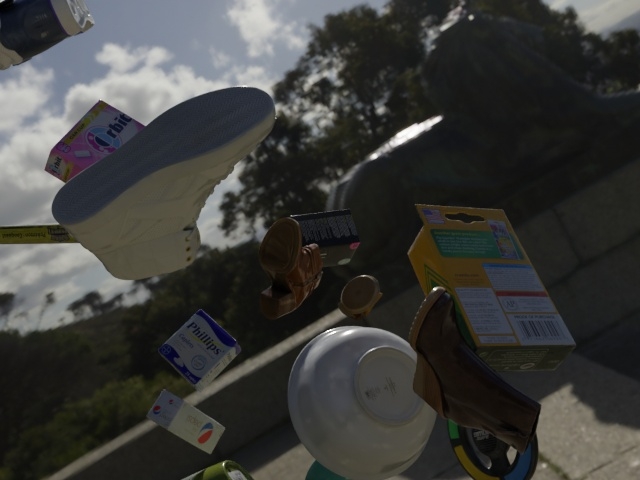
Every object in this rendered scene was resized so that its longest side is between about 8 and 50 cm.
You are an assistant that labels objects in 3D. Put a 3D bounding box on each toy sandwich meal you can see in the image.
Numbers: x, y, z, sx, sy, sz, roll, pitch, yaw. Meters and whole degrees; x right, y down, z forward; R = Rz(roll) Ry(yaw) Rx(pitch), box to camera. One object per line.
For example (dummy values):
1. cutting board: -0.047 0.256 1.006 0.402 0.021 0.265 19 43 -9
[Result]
1. toy sandwich meal: 0.072 0.102 1.508 0.085 0.029 0.085 -18 50 23

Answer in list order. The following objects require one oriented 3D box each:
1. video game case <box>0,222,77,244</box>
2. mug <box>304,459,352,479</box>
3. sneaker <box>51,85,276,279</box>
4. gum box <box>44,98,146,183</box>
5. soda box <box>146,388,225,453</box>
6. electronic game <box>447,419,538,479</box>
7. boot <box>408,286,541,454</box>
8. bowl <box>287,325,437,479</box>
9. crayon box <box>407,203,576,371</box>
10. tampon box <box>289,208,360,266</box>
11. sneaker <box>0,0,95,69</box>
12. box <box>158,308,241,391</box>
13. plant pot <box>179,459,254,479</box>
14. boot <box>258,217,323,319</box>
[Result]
1. video game case: -0.401 -0.018 1.554 0.248 0.035 0.275 -1 3 21
2. mug: 0.041 0.548 1.863 0.129 0.158 0.097 -7 23 -41
3. sneaker: -0.169 -0.065 1.070 0.292 0.108 0.169 -31 -39 -4
4. gum box: -0.410 -0.174 1.578 0.062 0.107 0.188 -53 7 44
5. soda box: -0.304 0.418 1.949 0.074 0.069 0.216 -59 -31 -15
6. electronic game: 0.335 0.382 1.672 0.048 0.229 0.229 -8 -11 -36
7. boot: 0.238 0.194 1.269 0.207 0.248 0.090 25 49 29
8. bowl: 0.101 0.278 1.548 0.298 0.298 0.134 -32 -8 -32
9. crayon box: 0.290 0.081 1.517 0.203 0.323 0.083 2 -43 -24
10. tampon box: 0.000 0.000 2.137 0.161 0.101 0.120 -7 -26 -18
11. sneaker: -0.599 -0.441 1.731 0.236 0.130 0.323 -23 24 -1
12. box: -0.274 0.250 1.935 0.137 0.126 0.072 -45 -19 -16
13. plant pot: -0.266 0.619 1.821 0.293 0.275 0.275 -43 2 5
14. boot: -0.042 0.030 1.489 0.152 0.073 0.197 -32 -38 -54
